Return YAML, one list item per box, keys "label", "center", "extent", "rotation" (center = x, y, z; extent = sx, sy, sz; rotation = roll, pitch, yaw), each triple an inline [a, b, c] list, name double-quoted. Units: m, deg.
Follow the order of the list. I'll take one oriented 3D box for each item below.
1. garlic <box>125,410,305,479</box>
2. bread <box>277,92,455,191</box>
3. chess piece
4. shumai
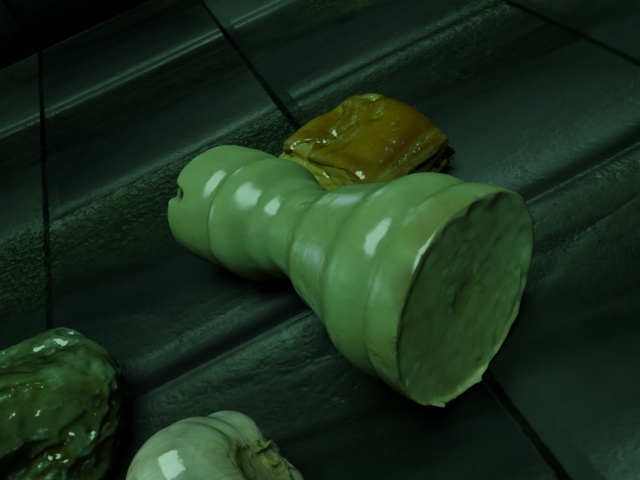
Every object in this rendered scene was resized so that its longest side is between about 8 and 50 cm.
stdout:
- label: "garlic"
  center: [-0.119, 0.276, 0.552]
  extent: [0.226, 0.199, 0.199]
  rotation: [-47, 41, 12]
- label: "bread"
  center: [0.063, -0.137, 0.931]
  extent: [0.211, 0.099, 0.235]
  rotation: [-37, 43, -16]
- label: "chess piece"
  center: [0.000, 0.000, 0.740]
  extent: [0.442, 0.234, 0.234]
  rotation: [21, 58, 42]
- label: "shumai"
  center: [-0.357, 0.182, 0.702]
  extent: [0.225, 0.221, 0.260]
  rotation: [-14, 38, 14]
